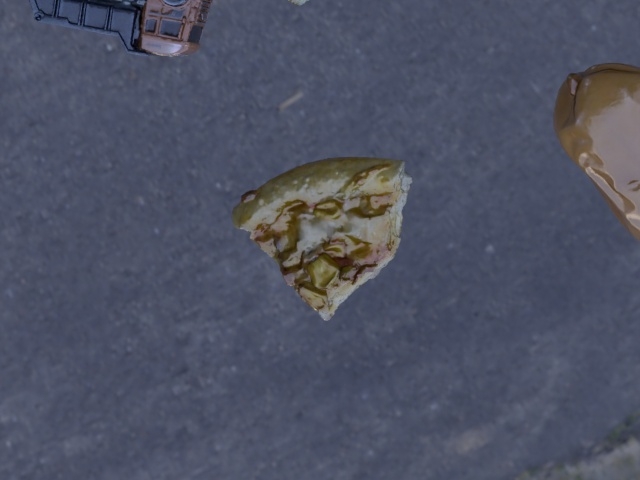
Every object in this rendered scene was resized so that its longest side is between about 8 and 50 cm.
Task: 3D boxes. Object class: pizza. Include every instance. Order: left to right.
[{"bbox_3d":[0.000,0.000,1.252,0.182,0.161,0.062,-2,-172,17],"label":"pizza"}]

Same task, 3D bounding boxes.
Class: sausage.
[{"bbox_3d":[0.333,-0.087,1.315,0.136,0.120,0.241,-13,126,46],"label":"sausage"}]

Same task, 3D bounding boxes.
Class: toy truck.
[{"bbox_3d":[-0.220,-0.256,1.409,0.083,0.192,0.092,-41,142,-80],"label":"toy truck"}]

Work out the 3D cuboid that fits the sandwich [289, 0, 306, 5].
[{"bbox_3d":[-0.005,-0.321,1.361,0.094,0.258,0.096,-26,121,17],"label":"sandwich"}]
